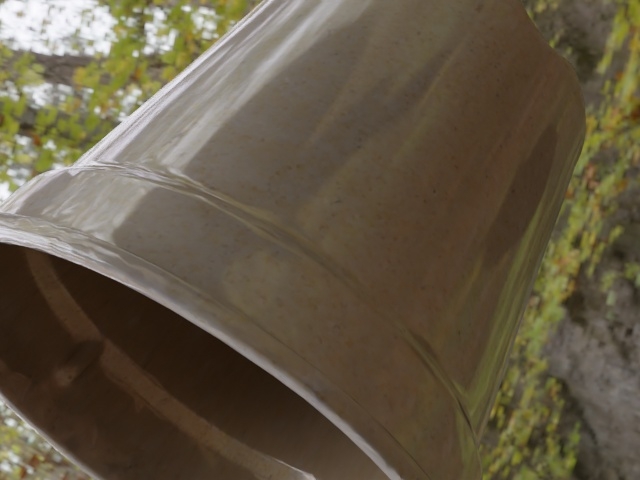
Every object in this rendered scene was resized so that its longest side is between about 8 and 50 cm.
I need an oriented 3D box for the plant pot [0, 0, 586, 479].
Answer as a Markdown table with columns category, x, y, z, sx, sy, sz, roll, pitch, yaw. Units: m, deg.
| category | x | y | z | sx | sy | sz | roll | pitch | yaw |
| --- | --- | --- | --- | --- | --- | --- | --- | --- | --- |
| plant pot | 0.000 | 0.000 | 0.669 | 0.305 | 0.334 | 0.334 | -55 | -37 | -29 |
